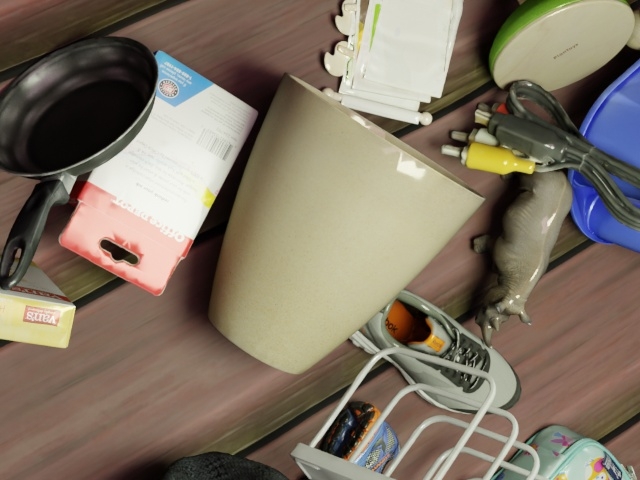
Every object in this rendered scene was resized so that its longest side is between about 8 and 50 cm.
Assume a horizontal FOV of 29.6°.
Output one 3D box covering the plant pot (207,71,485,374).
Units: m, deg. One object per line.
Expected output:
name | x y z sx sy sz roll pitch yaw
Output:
plant pot | 0.000 0.000 1.328 0.256 0.256 0.274 29 98 -23

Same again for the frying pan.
frying pan | -0.232 -0.090 1.188 0.197 0.326 0.053 -26 135 2

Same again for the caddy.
caddy | 0.458 -0.129 1.545 0.341 0.179 0.241 -41 130 -17

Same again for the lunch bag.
lunch bag | 0.299 0.390 1.539 0.279 0.108 0.224 -44 109 -15

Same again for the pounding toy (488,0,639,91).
pounding toy | 0.304 -0.284 1.487 0.236 0.183 0.110 -19 66 -2

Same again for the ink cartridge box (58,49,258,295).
ink cartridge box | -0.183 -0.071 1.314 0.134 0.078 0.231 31 81 -22

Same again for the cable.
cable | 0.295 -0.098 1.446 0.287 0.072 0.139 28 56 18

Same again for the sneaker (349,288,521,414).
sneaker | 0.140 0.136 1.456 0.271 0.108 0.100 33 78 -23

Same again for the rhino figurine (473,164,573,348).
rhino figurine | 0.240 0.016 1.480 0.073 0.106 0.243 26 77 -27

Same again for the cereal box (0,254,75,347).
cereal box | -0.343 0.045 1.162 0.173 0.240 0.047 11 94 -24

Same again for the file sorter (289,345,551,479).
file sorter | 0.141 0.280 1.359 0.173 0.192 0.278 -51 129 -24

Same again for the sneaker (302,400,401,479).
sneaker | 0.026 0.303 1.432 0.087 0.083 0.221 38 80 -27

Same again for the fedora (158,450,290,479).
fedora | -0.092 0.317 1.230 0.334 0.334 0.153 -14 113 -22

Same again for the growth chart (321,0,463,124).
growth chart | 0.097 -0.257 1.458 0.172 0.021 0.237 20 85 -23
